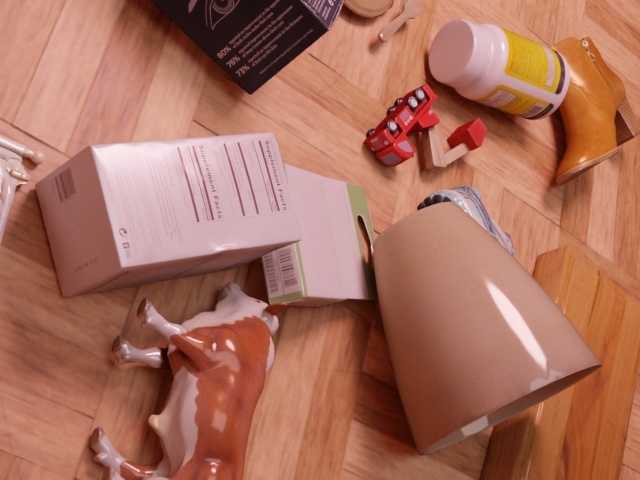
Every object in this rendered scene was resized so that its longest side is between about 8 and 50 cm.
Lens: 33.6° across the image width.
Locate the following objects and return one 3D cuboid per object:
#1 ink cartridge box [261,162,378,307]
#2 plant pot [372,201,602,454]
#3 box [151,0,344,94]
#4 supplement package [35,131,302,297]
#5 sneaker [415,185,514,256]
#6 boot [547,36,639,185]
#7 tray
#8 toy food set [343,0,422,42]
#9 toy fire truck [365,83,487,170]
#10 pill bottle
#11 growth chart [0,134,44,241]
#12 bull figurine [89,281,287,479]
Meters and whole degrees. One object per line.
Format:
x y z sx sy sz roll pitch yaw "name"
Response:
0.000 0.000 1.362 0.235 0.056 0.171 11 65 -63 "ink cartridge box"
0.183 0.097 1.370 0.256 0.256 0.274 -11 68 -41 "plant pot"
-0.098 -0.313 1.314 0.207 0.153 0.108 44 35 -19 "box"
-0.165 -0.031 1.178 0.244 0.139 0.134 -9 81 -42 "supplement package"
0.249 0.045 1.514 0.122 0.110 0.283 -30 96 -49 "sneaker"
0.421 -0.226 1.770 0.295 0.104 0.211 -33 90 -47 "boot"
0.372 0.229 1.568 0.203 0.076 0.411 38 55 -23 "tray"
0.059 -0.387 1.564 0.192 0.038 0.132 53 53 -14 "toy food set"
0.157 -0.151 1.548 0.135 0.047 0.192 52 50 -14 "toy fire truck"
0.277 -0.266 1.641 0.208 0.119 0.119 12 66 -37 "pill bottle"
-0.391 -0.031 1.071 0.172 0.021 0.237 29 57 -28 "growth chart"
-0.137 0.169 1.155 0.188 0.101 0.310 21 59 -28 "bull figurine"
